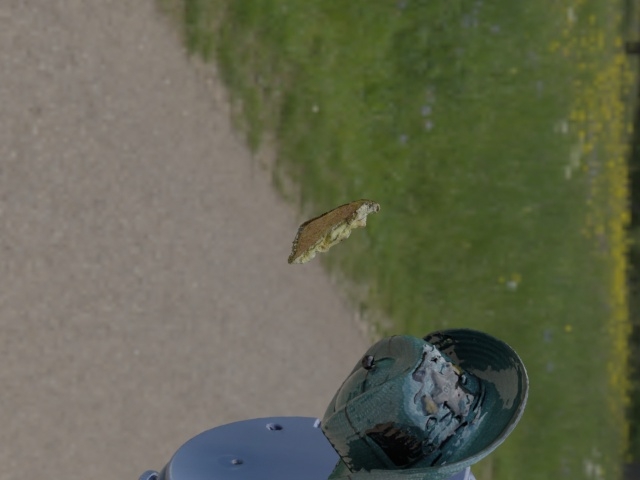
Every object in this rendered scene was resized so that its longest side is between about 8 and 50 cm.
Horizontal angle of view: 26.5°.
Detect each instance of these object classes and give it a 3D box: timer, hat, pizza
[{"bbox_3d":[-0.024,0.331,1.481,0.395,0.395,0.173,-40,138,-69],"label":"timer"},{"bbox_3d":[0.047,0.107,0.892,0.078,0.191,0.138,47,54,-12],"label":"hat"},{"bbox_3d":[0.000,0.000,1.368,0.108,0.123,0.026,-44,105,-37],"label":"pizza"}]
